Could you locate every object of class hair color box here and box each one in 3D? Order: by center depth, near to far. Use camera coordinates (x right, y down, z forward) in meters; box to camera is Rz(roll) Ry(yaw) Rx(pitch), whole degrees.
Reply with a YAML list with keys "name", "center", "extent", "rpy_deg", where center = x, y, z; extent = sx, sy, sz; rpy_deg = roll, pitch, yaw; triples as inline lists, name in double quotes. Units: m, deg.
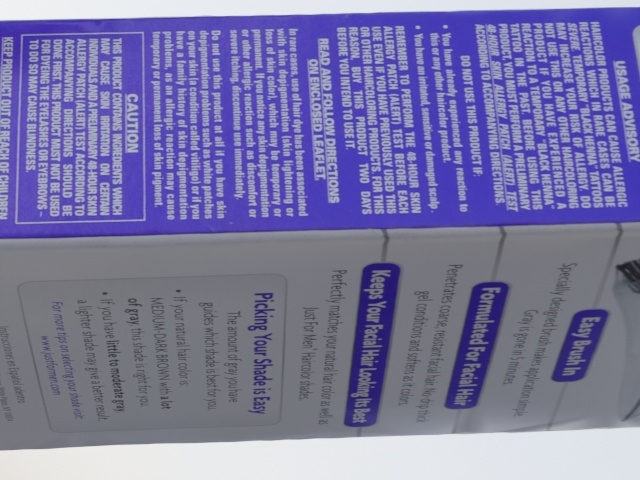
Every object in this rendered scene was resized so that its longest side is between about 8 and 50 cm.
- name: "hair color box"
  center: [0.000, 0.000, 0.741]
  extent: [0.185, 0.338, 0.110]
  rpy_deg: [95, -6, -60]
